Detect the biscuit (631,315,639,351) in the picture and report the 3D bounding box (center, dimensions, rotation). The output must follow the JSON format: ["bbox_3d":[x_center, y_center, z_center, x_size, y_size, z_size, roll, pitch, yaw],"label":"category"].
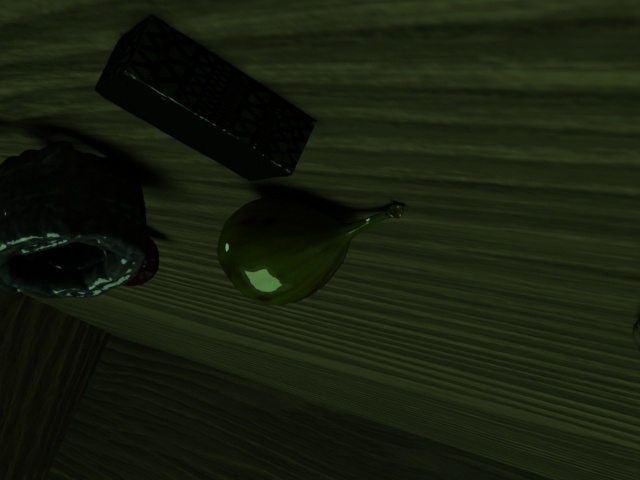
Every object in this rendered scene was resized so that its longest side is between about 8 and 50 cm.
[{"bbox_3d":[0.309,0.098,0.607,0.250,0.032,0.133,29,165,-29],"label":"biscuit"}]

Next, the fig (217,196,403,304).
[{"bbox_3d":[-0.006,0.013,0.643,0.166,0.093,0.093,9,161,38],"label":"fig"}]

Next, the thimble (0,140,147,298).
[{"bbox_3d":[-0.237,-0.014,0.761,0.150,0.097,0.150,-7,153,-4],"label":"thimble"}]

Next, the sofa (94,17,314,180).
[{"bbox_3d":[-0.068,-0.079,0.493,0.118,0.039,0.060,30,162,-28],"label":"sofa"}]

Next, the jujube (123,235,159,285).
[{"bbox_3d":[-0.257,0.013,1.035,0.129,0.077,0.077,20,167,36],"label":"jujube"}]
